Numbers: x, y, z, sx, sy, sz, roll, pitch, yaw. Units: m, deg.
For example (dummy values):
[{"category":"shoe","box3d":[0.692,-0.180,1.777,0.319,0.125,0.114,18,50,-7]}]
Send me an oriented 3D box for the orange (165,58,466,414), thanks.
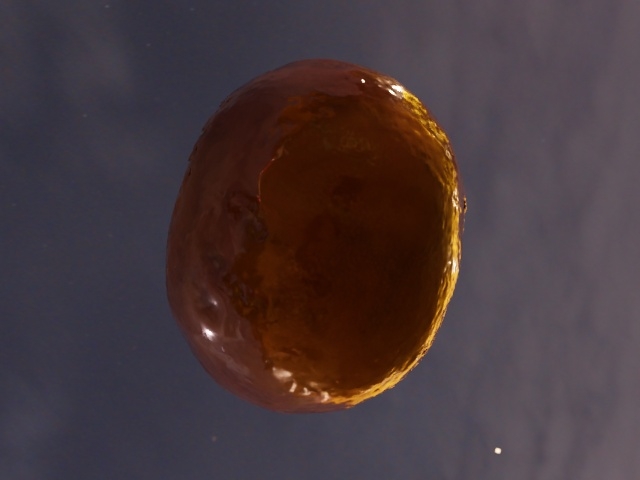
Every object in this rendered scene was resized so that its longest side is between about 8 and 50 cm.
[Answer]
[{"category":"orange","box3d":[0.000,0.000,0.715,0.284,0.226,0.284,12,-90,-80]}]
